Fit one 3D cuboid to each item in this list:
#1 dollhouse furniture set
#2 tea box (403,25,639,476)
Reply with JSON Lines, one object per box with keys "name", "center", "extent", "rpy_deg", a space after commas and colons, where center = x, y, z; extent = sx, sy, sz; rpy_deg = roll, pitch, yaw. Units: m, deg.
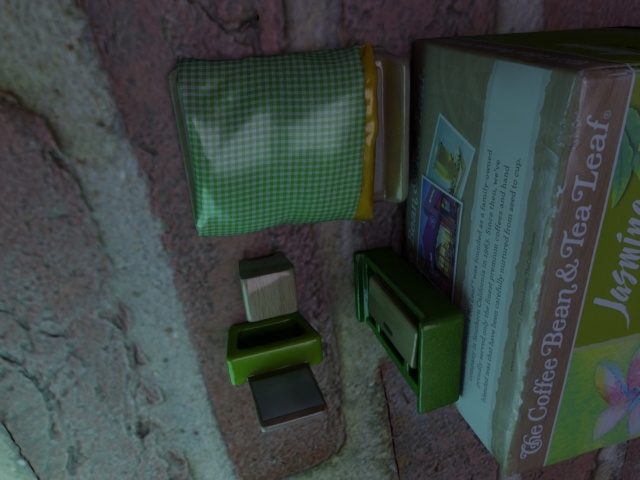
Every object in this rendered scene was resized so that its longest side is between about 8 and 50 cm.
{"name": "dollhouse furniture set", "center": [0.000, 0.000, 0.445], "extent": [0.197, 0.151, 0.302], "rpy_deg": [-11, 117, -13]}
{"name": "tea box", "center": [0.265, -0.015, 0.488], "extent": [0.323, 0.220, 0.329], "rpy_deg": [-9, 117, -14]}
